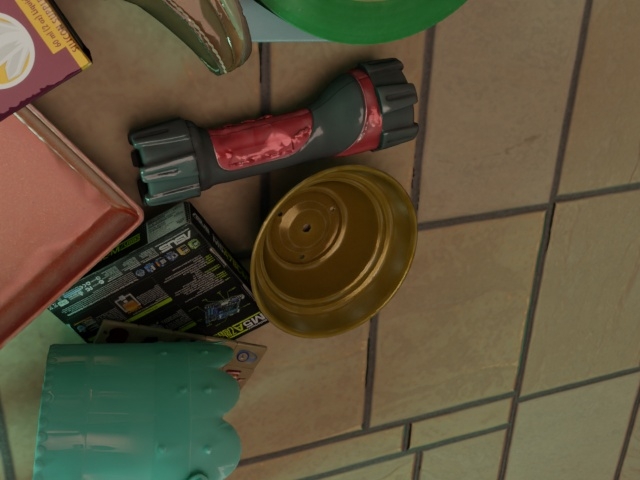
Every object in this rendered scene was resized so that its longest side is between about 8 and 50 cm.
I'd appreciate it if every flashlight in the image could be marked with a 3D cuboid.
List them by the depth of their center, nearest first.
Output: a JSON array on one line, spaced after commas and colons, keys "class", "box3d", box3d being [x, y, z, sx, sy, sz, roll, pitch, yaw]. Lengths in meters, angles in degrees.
[{"class": "flashlight", "box3d": [-0.049, -0.119, 0.866, 0.304, 0.103, 0.103, -14, 96, -16]}]

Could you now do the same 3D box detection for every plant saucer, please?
[{"class": "plant saucer", "box3d": [-0.355, -0.031, 0.790, 0.258, 0.048, 0.259, -42, 120, 1]}]

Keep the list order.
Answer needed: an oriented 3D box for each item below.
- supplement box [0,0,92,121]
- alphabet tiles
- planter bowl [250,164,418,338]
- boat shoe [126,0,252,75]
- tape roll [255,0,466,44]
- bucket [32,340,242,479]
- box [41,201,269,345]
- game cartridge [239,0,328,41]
[{"class": "supplement box", "box3d": [-0.304, -0.150, 0.684, 0.188, 0.081, 0.104, -33, 119, -3]}, {"class": "alphabet tiles", "box3d": [-0.201, 0.190, 0.974, 0.198, 0.009, 0.237, 13, 127, -28]}, {"class": "planter bowl", "box3d": [0.000, 0.000, 0.953, 0.217, 0.090, 0.217, -13, 119, -25]}, {"class": "boat shoe", "box3d": [-0.193, -0.260, 0.690, 0.116, 0.123, 0.324, -46, 109, -9]}, {"class": "tape roll", "box3d": [0.041, -0.346, 0.733, 0.321, 0.077, 0.321, -11, 121, -19]}, {"class": "bucket", "box3d": [-0.195, 0.232, 0.830, 0.183, 0.281, 0.281, 5, 115, -15]}, {"class": "box", "box3d": [-0.178, 0.067, 0.904, 0.191, 0.045, 0.184, -28, 134, 9]}, {"class": "game cartridge", "box3d": [-0.032, -0.343, 0.779, 0.198, 0.062, 0.297, -3, 118, -19]}]
